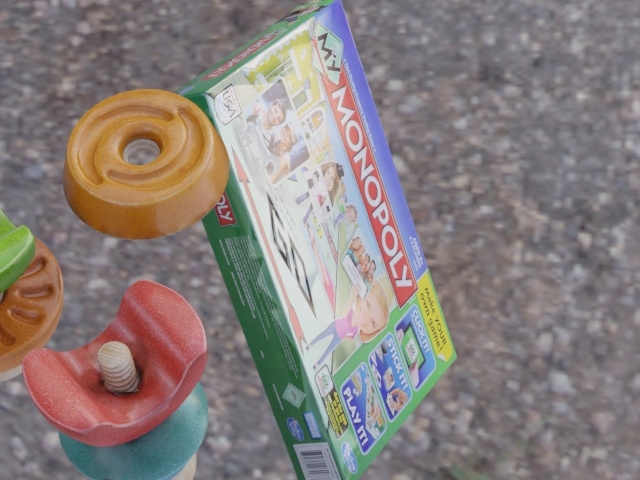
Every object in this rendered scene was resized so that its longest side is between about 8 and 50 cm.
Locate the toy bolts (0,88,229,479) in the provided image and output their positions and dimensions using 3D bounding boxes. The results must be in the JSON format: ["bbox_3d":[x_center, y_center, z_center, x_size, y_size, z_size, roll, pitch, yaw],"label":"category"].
[{"bbox_3d":[-0.126,0.048,1.079,0.218,0.228,0.158,-29,148,-15],"label":"toy bolts"}]

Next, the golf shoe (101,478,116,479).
[{"bbox_3d":[-0.084,0.181,0.860,0.086,0.186,0.067,26,108,-13],"label":"golf shoe"}]

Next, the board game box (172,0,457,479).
[{"bbox_3d":[0.000,0.000,1.351,0.213,0.046,0.317,-43,119,-52],"label":"board game box"}]
